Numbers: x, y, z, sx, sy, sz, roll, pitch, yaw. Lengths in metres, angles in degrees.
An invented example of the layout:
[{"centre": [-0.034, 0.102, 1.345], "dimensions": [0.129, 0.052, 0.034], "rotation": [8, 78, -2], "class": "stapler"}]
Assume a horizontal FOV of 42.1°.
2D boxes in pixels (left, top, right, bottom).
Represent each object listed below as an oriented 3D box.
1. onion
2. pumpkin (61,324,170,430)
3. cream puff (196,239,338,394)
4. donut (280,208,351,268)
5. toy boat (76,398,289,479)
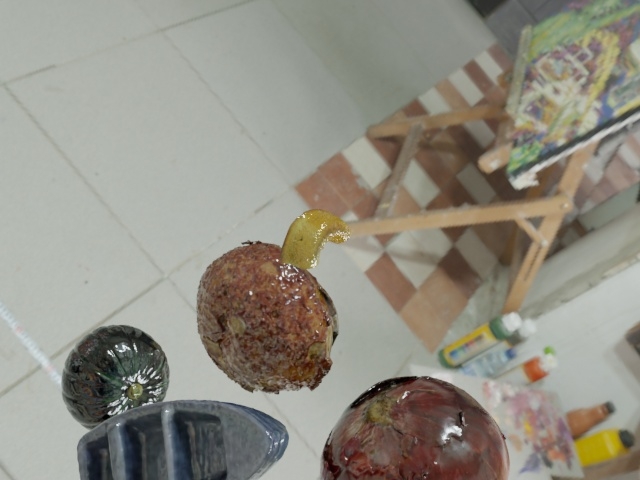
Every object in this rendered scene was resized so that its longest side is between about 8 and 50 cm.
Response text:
[{"centre": [0.133, 0.331, 1.211], "dimensions": [0.276, 0.276, 0.276], "rotation": [25, 45, -28], "class": "onion"}, {"centre": [-0.479, 0.303, 1.882], "dimensions": [0.248, 0.248, 0.248], "rotation": [25, 45, -28], "class": "pumpkin"}, {"centre": [-0.085, 0.121, 1.207], "dimensions": [0.240, 0.240, 0.164], "rotation": [48, 47, -4], "class": "cream puff"}, {"centre": [0.000, 0.000, 0.931], "dimensions": [0.083, 0.038, 0.067], "rotation": [10, 96, -50], "class": "donut"}, {"centre": [-0.159, 0.247, 0.955], "dimensions": [0.078, 0.283, 0.127], "rotation": [20, 58, -57], "class": "toy boat"}]
